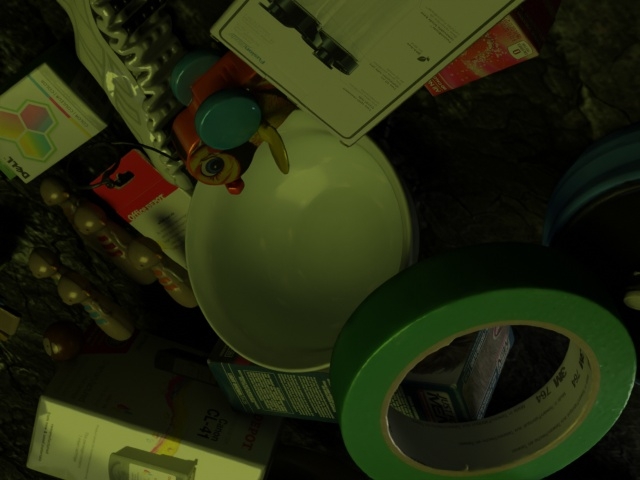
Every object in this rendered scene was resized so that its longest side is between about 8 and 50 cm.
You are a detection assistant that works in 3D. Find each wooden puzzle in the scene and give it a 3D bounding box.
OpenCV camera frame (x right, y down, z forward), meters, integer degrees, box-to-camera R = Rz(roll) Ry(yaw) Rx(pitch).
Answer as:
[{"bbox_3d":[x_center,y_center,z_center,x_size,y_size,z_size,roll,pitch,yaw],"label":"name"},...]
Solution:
[{"bbox_3d":[-0.535,0.125,1.986,0.079,0.014,0.116,32,142,-12],"label":"wooden puzzle"}]

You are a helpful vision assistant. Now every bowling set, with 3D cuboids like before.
[{"bbox_3d":[-0.305,0.053,1.542,0.287,0.200,0.154,23,161,47],"label":"bowling set"}]

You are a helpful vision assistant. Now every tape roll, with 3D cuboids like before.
[{"bbox_3d":[0.172,0.147,1.280,0.321,0.077,0.321,-6,131,-7],"label":"tape roll"}]

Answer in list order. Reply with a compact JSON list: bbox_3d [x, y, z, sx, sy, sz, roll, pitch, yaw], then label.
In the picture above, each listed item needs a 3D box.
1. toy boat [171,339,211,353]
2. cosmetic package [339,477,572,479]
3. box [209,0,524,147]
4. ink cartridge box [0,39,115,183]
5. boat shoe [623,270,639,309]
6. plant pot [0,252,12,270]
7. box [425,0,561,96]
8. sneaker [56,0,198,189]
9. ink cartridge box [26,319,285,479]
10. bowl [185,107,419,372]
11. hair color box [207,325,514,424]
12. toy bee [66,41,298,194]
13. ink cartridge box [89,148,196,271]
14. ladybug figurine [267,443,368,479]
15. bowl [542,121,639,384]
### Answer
[{"bbox_3d":[-0.189,0.286,1.873,0.267,0.148,0.318,-26,110,40],"label":"toy boat"},{"bbox_3d":[0.211,0.478,1.545,0.329,0.327,0.394,-3,171,33],"label":"cosmetic package"},{"bbox_3d":[0.054,-0.218,0.985,0.169,0.087,0.290,38,140,-12],"label":"box"},{"bbox_3d":[-0.365,-0.145,1.492,0.209,0.062,0.109,-29,117,27],"label":"ink cartridge box"},{"bbox_3d":[0.370,0.049,1.210,0.125,0.038,0.046,-3,151,35],"label":"boat shoe"},{"bbox_3d":[-0.710,0.018,1.736,0.353,0.366,0.366,49,139,-7],"label":"plant pot"},{"bbox_3d":[0.094,-0.272,1.071,0.128,0.122,0.257,-18,123,43],"label":"box"},{"bbox_3d":[-0.207,-0.191,1.372,0.118,0.110,0.292,5,129,38],"label":"sneaker"},{"bbox_3d":[-0.209,0.246,1.624,0.306,0.226,0.131,16,116,2],"label":"ink cartridge box"},{"bbox_3d":[0.000,0.000,1.378,0.298,0.134,0.297,0,89,31],"label":"bowl"},{"bbox_3d":[0.050,0.138,1.516,0.347,0.174,0.105,2,133,29],"label":"hair color box"},{"bbox_3d":[-0.104,-0.132,1.296,0.298,0.195,0.162,-19,146,17],"label":"toy bee"},{"bbox_3d":[-0.163,-0.040,1.522,0.231,0.078,0.134,42,140,-17],"label":"ink cartridge box"},{"bbox_3d":[-0.096,0.428,1.686,0.449,0.305,0.162,2,126,-29],"label":"ladybug figurine"},{"bbox_3d":[0.420,0.040,1.262,0.391,0.077,0.391,17,140,15],"label":"bowl"}]
